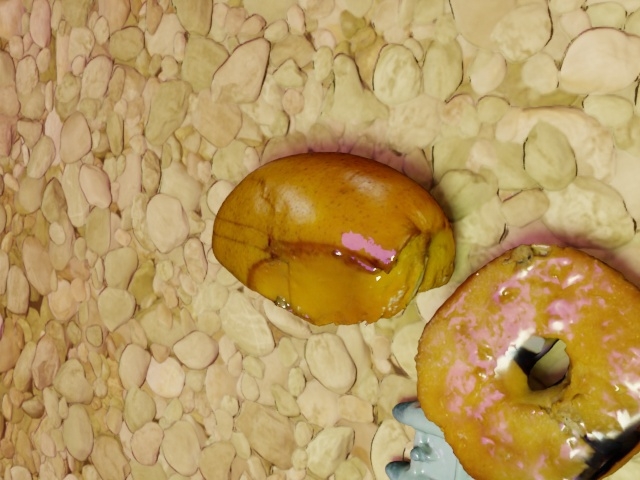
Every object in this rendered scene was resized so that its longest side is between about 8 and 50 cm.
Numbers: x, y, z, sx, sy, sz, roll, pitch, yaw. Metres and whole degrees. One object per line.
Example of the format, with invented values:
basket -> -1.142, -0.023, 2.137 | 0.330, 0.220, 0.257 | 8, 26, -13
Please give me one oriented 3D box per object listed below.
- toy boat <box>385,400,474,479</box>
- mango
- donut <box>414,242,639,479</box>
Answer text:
toy boat -> 0.157, 0.258, 0.932 | 0.207, 0.078, 0.134 | 16, 100, 38
mango -> 0.000, 0.000, 0.984 | 0.350, 0.201, 0.199 | 13, 64, 45
donut -> 0.219, 0.128, 0.823 | 0.253, 0.118, 0.254 | -7, 76, 28
